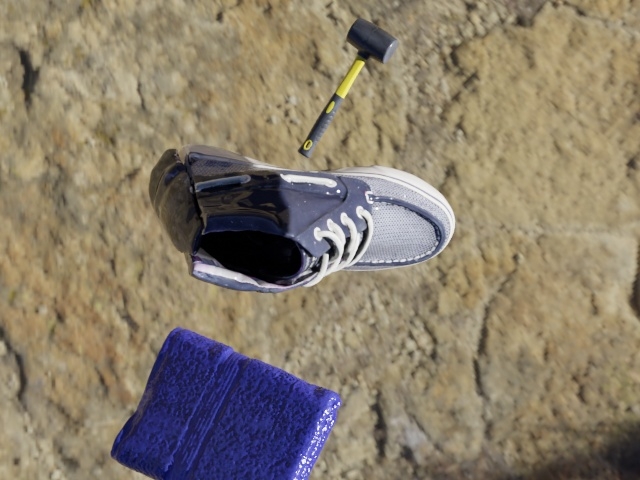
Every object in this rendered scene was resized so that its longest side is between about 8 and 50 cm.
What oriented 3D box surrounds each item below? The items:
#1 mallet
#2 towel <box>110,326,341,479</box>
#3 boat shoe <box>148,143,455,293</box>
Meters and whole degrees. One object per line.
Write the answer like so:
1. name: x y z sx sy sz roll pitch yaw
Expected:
1. mallet: 0.035 -0.185 1.573 0.062 0.039 0.190 25 94 13
2. towel: -0.138 0.279 1.837 0.228 0.308 0.076 -64 151 -13
3. boat shoe: 0.000 0.000 1.263 0.340 0.158 0.127 6 119 -21
